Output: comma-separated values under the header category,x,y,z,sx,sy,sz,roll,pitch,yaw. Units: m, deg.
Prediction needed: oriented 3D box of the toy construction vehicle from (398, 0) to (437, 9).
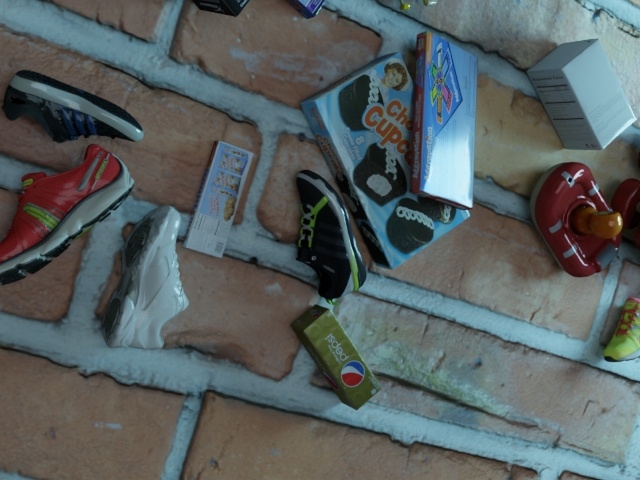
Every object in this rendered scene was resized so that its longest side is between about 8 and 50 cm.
category,x,y,z,sx,sy,sz,roll,pitch,yaw
toy construction vehicle,0.163,-0.452,1.605,0.085,0.035,0.098,-19,106,-34

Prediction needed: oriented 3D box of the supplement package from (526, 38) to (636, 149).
category,x,y,z,sx,sy,sz,roll,pitch,yaw
supplement package,0.488,-0.271,1.735,0.105,0.105,0.179,-38,110,-17

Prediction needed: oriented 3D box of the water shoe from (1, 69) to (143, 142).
category,x,y,z,sx,sy,sz,roll,pitch,yaw
water shoe,-0.362,-0.179,1.363,0.203,0.073,0.080,23,106,-22

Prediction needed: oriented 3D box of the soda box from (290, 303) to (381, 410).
category,x,y,z,sx,sy,sz,roll,pitch,yaw
soda box,0.026,0.199,1.581,0.061,0.058,0.181,-39,109,-17

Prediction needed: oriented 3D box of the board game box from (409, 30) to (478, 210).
category,x,y,z,sx,sy,sz,roll,pitch,yaw
board game box,0.214,-0.204,1.598,0.145,0.027,0.281,15,74,-43

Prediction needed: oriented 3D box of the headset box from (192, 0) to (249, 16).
category,x,y,z,sx,sy,sz,roll,pitch,yaw
headset box,-0.169,-0.507,1.333,0.218,0.110,0.293,-55,133,-11

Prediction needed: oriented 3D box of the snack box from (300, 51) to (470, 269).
category,x,y,z,sx,sy,sz,roll,pitch,yaw
snack box,0.116,-0.136,1.592,0.187,0.060,0.322,-33,108,-21

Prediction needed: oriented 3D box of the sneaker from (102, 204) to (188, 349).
category,x,y,z,sx,sy,sz,roll,pitch,yaw
sneaker,-0.251,0.061,1.428,0.115,0.090,0.232,17,96,-33

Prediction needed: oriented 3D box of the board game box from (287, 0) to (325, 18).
category,x,y,z,sx,sy,sz,roll,pitch,yaw
board game box,-0.009,-0.484,1.513,0.136,0.035,0.201,39,78,-23

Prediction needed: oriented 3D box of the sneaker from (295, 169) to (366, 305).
category,x,y,z,sx,sy,sz,roll,pitch,yaw
sneaker,0.000,0.000,1.536,0.097,0.084,0.235,-29,107,-20

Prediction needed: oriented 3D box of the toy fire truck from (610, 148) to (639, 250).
category,x,y,z,sx,sy,sz,roll,pitch,yaw
toy fire truck,0.729,-0.073,1.859,0.302,0.169,0.254,-58,138,-9

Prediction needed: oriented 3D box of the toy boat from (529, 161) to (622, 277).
category,x,y,z,sx,sy,sz,roll,pitch,yaw
toy boat,0.501,-0.039,1.738,0.151,0.151,0.231,-43,111,-17

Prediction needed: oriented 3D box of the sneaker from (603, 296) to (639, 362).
category,x,y,z,sx,sy,sz,roll,pitch,yaw
sneaker,0.630,0.164,1.868,0.208,0.081,0.094,-39,103,-25

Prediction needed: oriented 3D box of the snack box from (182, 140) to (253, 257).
category,x,y,z,sx,sy,sz,roll,pitch,yaw
snack box,-0.163,-0.066,1.484,0.064,0.022,0.178,18,87,-25

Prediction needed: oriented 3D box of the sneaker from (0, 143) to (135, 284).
category,x,y,z,sx,sy,sz,roll,pitch,yaw
sneaker,-0.405,-0.037,1.345,0.279,0.107,0.118,-40,92,-20
